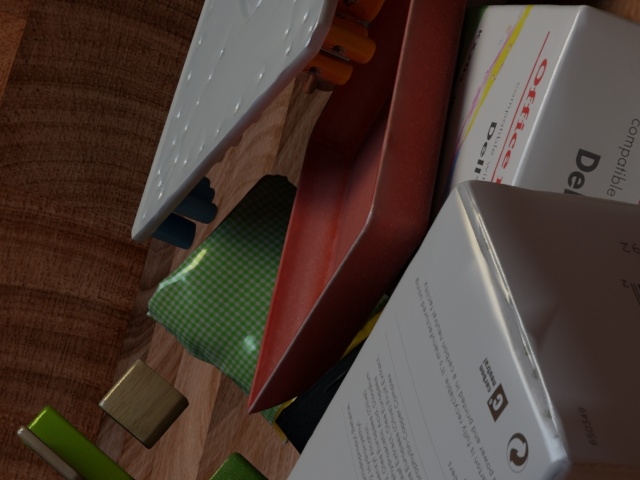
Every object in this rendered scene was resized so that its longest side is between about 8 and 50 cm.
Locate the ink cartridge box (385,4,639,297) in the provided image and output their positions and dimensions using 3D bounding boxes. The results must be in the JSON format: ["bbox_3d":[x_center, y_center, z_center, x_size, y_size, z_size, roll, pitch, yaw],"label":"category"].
[{"bbox_3d":[0.143,-0.029,1.124,0.353,0.119,0.207,-146,75,-79],"label":"ink cartridge box"}]

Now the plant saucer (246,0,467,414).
[{"bbox_3d":[0.030,-0.039,1.272,0.259,0.048,0.258,122,164,-52],"label":"plant saucer"}]

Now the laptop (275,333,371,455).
[{"bbox_3d":[0.043,0.217,1.163,0.136,0.264,0.234,-36,-5,-27],"label":"laptop"}]

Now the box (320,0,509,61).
[{"bbox_3d":[0.094,-0.343,1.713,0.215,0.168,0.345,124,161,-50],"label":"box"}]

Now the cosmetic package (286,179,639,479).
[{"bbox_3d":[0.086,0.163,0.846,0.365,0.197,0.155,-60,33,38],"label":"cosmetic package"}]

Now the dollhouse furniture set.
[{"bbox_3d":[-0.065,0.093,1.435,0.301,0.197,0.151,-49,-13,-9],"label":"dollhouse furniture set"}]

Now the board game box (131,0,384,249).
[{"bbox_3d":[-0.016,-0.222,1.484,0.390,0.050,0.390,-42,29,59],"label":"board game box"}]

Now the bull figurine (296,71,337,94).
[{"bbox_3d":[0.039,-0.298,2.067,0.188,0.101,0.310,125,160,-50],"label":"bull figurine"}]
